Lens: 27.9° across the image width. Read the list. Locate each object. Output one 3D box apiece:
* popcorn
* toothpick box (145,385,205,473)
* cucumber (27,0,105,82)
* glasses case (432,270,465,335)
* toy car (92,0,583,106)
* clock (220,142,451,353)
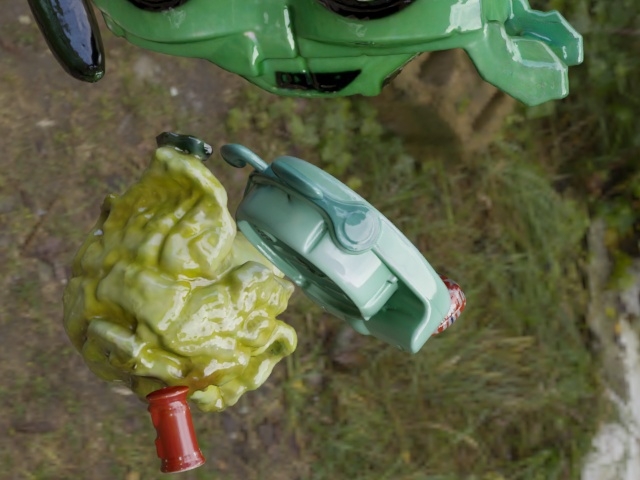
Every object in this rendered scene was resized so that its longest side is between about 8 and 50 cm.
[{"bbox_3d":[-0.153,0.068,1.470,0.293,0.293,0.237,37,54,-36],"label":"popcorn"},{"bbox_3d":[-0.147,0.189,1.302,0.047,0.047,0.083,-15,94,-47],"label":"toothpick box"},{"bbox_3d":[-0.241,-0.246,1.134,0.056,0.056,0.284,8,51,-46],"label":"cucumber"},{"bbox_3d":[0.067,0.052,1.300,0.073,0.194,0.049,-43,125,-16],"label":"glasses case"},{"bbox_3d":[0.011,-0.191,0.987,0.213,0.358,0.176,-55,139,-66],"label":"toy car"},{"bbox_3d":[0.001,-0.001,0.946,0.060,0.148,0.188,-51,125,-11],"label":"clock"}]
